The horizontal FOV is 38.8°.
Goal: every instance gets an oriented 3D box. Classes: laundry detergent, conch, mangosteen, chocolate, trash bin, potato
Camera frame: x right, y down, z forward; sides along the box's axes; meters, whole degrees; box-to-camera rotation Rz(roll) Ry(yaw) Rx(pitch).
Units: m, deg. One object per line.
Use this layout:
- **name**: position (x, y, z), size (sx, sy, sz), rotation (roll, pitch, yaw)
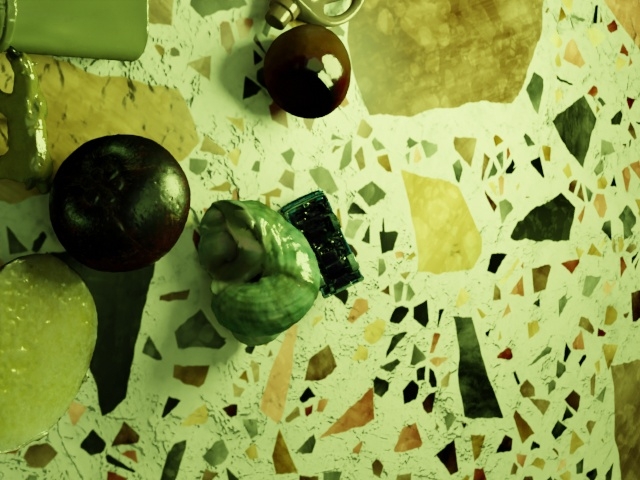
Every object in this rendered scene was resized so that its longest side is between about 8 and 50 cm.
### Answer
- **laundry detergent**: position (0.002, -0.459, 1.664), size (0.171, 0.076, 0.237), rotation (41, 69, -32)
- **conch**: position (-0.108, 0.068, 1.553), size (0.195, 0.220, 0.277), rotation (-63, 158, -58)
- **mangosteen**: position (-0.305, -0.050, 1.388), size (0.216, 0.216, 0.216), rotation (-2, 93, -37)
- **chocolate**: position (-0.023, -0.307, 1.615), size (0.177, 0.177, 0.176), rotation (-2, 93, -37)
- **trash bin**: position (-0.386, -0.389, 1.352), size (0.247, 0.121, 0.243), rotation (-1, 92, -39)
- **potato**: position (-0.457, 0.165, 1.326), size (0.239, 0.116, 0.299), rotation (46, 55, -35)

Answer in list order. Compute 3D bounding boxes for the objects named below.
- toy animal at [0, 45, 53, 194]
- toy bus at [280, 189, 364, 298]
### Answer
- **toy animal**: position (-0.434, -0.170, 1.328), size (0.103, 0.101, 0.218), rotation (-7, 100, -34)
- **toy bus**: position (0.000, 0.000, 1.663), size (0.090, 0.106, 0.184), rotation (-25, 109, -1)
